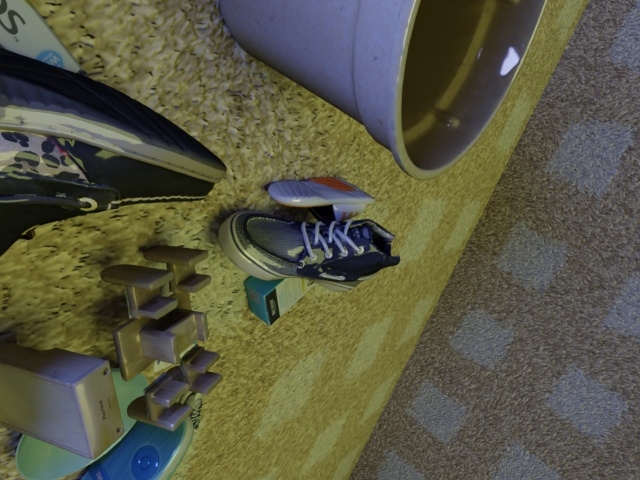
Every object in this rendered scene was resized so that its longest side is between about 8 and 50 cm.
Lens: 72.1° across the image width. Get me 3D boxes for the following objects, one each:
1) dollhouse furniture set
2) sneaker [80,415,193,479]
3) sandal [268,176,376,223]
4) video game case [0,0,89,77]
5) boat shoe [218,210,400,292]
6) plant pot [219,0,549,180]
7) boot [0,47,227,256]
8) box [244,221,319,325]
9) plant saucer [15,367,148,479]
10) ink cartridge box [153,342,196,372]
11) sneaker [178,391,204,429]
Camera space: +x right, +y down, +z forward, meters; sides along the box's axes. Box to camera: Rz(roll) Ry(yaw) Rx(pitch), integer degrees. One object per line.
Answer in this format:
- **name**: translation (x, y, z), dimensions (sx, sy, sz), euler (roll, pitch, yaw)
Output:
- **dollhouse furniture set**: translation (-0.268, 0.141, 0.580), dimensions (0.242, 0.160, 0.213), euler (-39, 131, -61)
- **sneaker**: translation (-0.319, 0.442, 0.807), dimensions (0.319, 0.127, 0.208), euler (-46, 149, -4)
- **sandal**: translation (-0.003, -0.070, 0.851), dimensions (0.265, 0.102, 0.076), euler (-7, 125, -45)
- **video game case**: translation (-0.334, -0.117, 0.286), dimensions (0.275, 0.035, 0.248), euler (-49, 159, -14)
- **boat shoe**: translation (0.000, 0.000, 0.774), dimensions (0.158, 0.127, 0.340), euler (-29, 151, 33)
- **plant pot**: translation (0.057, -0.282, 0.511), dimensions (0.333, 0.305, 0.334), euler (-38, 145, -33)
- **boot**: translation (-0.273, 0.000, 0.357), dimensions (0.377, 0.138, 0.285), euler (-2, 124, -60)
- **box**: translation (-0.047, 0.061, 0.933), dimensions (0.244, 0.060, 0.101), euler (-40, 145, -32)
- **plant saucer**: translation (-0.356, 0.264, 0.661), dimensions (0.195, 0.037, 0.195), euler (-38, 145, -33)
- **ink cartridge box**: translation (-0.255, 0.186, 0.754), dimensions (0.083, 0.028, 0.048), euler (-19, 133, -50)
- **sneaker**: translation (-0.257, 0.346, 0.877), dimensions (0.135, 0.058, 0.052), euler (-57, 152, -5)
